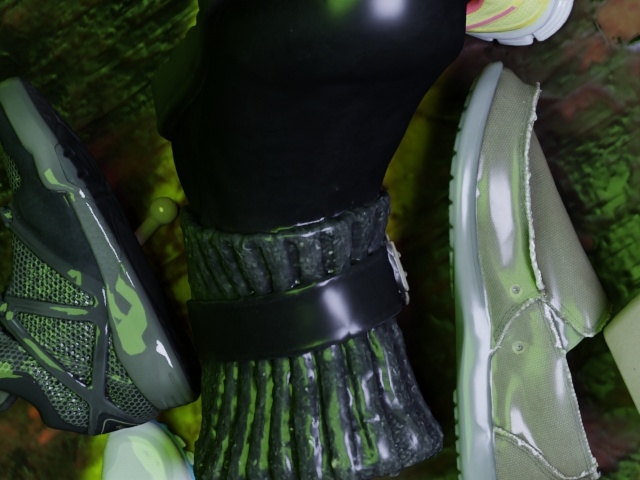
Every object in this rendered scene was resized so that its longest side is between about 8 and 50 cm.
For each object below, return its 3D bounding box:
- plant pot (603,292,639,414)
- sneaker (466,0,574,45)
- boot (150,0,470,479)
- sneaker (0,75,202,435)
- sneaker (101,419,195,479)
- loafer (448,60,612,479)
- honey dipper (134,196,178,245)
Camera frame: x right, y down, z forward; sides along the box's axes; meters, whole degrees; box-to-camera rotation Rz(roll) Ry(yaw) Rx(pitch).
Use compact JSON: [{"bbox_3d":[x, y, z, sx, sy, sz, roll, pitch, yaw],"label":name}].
[{"bbox_3d":[0.214,0.056,0.783,0.096,0.109,0.109,-31,76,34],"label":"plant pot"},{"bbox_3d":[0.036,-0.159,0.872,0.208,0.094,0.082,5,92,26],"label":"sneaker"},{"bbox_3d":[0.004,0.000,0.787,0.131,0.348,0.260,-5,80,-15],"label":"boot"},{"bbox_3d":[-0.176,0.019,0.930,0.130,0.087,0.228,-25,93,5],"label":"sneaker"},{"bbox_3d":[-0.111,0.203,0.931,0.071,0.083,0.191,-11,82,25],"label":"sneaker"},{"bbox_3d":[0.116,0.026,0.841,0.087,0.094,0.251,-2,95,5],"label":"loafer"},{"bbox_3d":[-0.147,0.033,0.984,0.161,0.030,0.030,-46,71,12],"label":"honey dipper"}]
